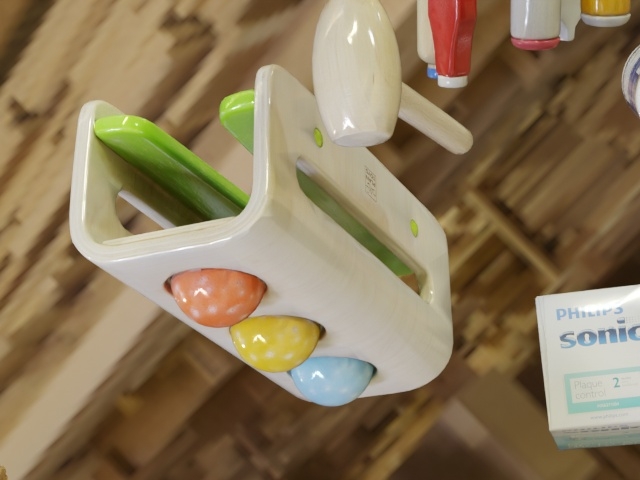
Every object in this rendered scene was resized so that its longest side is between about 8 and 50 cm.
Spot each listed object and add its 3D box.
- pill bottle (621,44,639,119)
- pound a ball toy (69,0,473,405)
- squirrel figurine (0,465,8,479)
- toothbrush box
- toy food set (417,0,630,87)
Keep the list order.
[{"bbox_3d":[0.351,-0.154,1.810,0.094,0.094,0.169,-46,7,11],"label":"pill bottle"},{"bbox_3d":[0.000,0.000,1.065,0.208,0.135,0.319,-9,-24,22],"label":"pound a ball toy"},{"bbox_3d":[-0.212,0.340,1.310,0.281,0.397,0.370,-53,-1,-8],"label":"squirrel figurine"},{"bbox_3d":[0.317,0.118,1.693,0.216,0.126,0.295,-6,-12,7],"label":"toothbrush box"},{"bbox_3d":[0.150,-0.174,1.497,0.111,0.232,0.104,-14,-70,-37],"label":"toy food set"}]
